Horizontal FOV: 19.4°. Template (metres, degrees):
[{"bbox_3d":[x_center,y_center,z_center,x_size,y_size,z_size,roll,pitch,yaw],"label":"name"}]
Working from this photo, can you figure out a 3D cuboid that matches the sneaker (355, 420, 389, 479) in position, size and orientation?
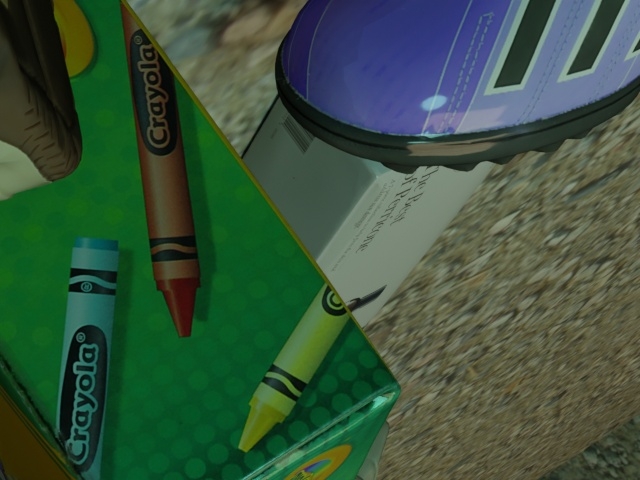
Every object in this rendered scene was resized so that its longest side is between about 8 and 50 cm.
[{"bbox_3d":[-0.054,0.149,0.910,0.350,0.148,0.131,-28,129,-85],"label":"sneaker"}]

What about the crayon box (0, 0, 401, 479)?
[{"bbox_3d":[-0.072,0.041,0.575,0.081,0.165,0.278,-32,165,-18],"label":"crayon box"}]

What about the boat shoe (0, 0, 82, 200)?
[{"bbox_3d":[-0.114,-0.060,0.322,0.095,0.095,0.257,-14,156,1],"label":"boat shoe"}]

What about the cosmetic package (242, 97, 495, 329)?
[{"bbox_3d":[0.000,0.000,0.828,0.099,0.060,0.239,-27,163,-35],"label":"cosmetic package"}]

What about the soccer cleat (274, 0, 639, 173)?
[{"bbox_3d":[0.116,-0.129,0.650,0.318,0.108,0.116,-27,143,-25],"label":"soccer cleat"}]
